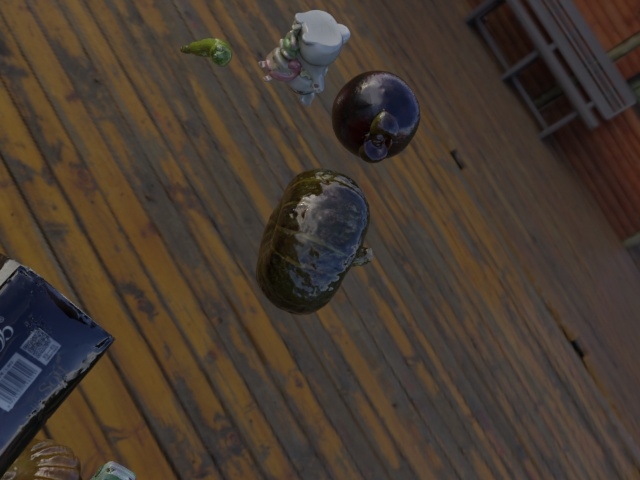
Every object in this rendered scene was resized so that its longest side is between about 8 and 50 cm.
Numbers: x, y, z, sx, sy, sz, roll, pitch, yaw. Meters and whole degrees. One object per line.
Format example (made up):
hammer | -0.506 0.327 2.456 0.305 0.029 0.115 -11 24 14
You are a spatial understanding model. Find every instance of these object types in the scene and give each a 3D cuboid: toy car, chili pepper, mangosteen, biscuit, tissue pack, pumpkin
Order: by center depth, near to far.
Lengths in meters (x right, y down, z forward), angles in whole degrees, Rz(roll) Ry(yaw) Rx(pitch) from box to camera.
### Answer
tissue pack | -0.498 0.205 0.890 0.370 0.198 0.210 -53 125 -23
pumpkin | 0.000 0.000 0.938 0.163 0.219 0.218 21 43 -7
mangosteen | 0.092 -0.198 1.036 0.153 0.153 0.152 31 42 -33
chili pepper | -0.194 -0.336 1.119 0.043 0.048 0.208 35 1 -33
biscuit | -0.748 0.591 1.525 0.325 0.326 0.107 -48 132 -55
toy car | -0.571 0.662 1.631 0.090 0.224 0.076 38 18 -18

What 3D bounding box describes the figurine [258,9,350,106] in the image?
figurine | -0.033 -0.243 0.857 0.098 0.146 0.081 14 61 -19
